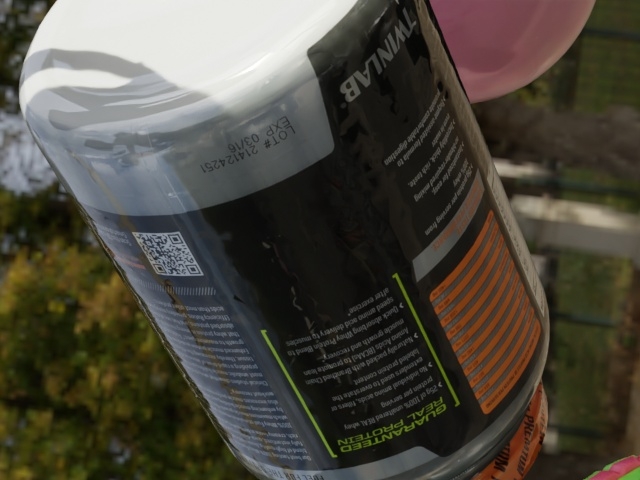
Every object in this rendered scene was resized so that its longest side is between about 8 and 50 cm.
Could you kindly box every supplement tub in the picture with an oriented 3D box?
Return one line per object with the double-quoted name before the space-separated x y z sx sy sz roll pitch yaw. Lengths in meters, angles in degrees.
"supplement tub" 0.000 0.000 0.784 0.193 0.194 0.316 -75 -32 -45

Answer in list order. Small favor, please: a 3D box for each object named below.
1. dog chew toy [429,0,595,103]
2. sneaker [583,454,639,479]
"dog chew toy" 0.007 -0.143 0.968 0.206 0.332 0.206 58 -179 -1
"sneaker" 0.125 0.307 0.928 0.202 0.483 0.185 65 155 -6
